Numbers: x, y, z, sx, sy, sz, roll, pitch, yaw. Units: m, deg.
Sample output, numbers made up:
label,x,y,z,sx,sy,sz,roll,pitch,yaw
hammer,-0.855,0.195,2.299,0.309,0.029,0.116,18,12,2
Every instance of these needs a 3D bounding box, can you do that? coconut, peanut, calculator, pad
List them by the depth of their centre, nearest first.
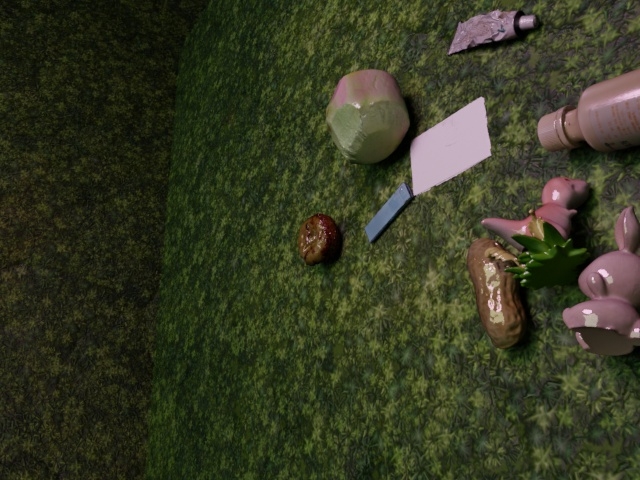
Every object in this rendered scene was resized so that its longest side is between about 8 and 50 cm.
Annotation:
label,x,y,z,sx,sy,sz,roll,pitch,yaw
peanut,0.317,0.088,1.034,0.099,0.099,0.214,-28,54,49
pad,0.286,-0.208,1.290,0.232,0.004,0.157,-28,54,49
calculator,0.165,-0.068,1.401,0.172,0.018,0.057,-51,38,32
coconut,0.113,-0.314,1.422,0.204,0.236,0.236,-22,51,10

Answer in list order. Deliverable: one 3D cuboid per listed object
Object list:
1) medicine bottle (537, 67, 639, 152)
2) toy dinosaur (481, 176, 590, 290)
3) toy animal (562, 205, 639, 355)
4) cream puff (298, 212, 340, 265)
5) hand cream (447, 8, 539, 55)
label,x,y,z,sx,sy,sz,roll,pitch,yaw
medicine bottle,0.468,-0.200,0.903,0.252,0.114,0.114,-10,68,55
toy dinosaur,0.361,-0.030,0.932,0.194,0.152,0.177,-14,55,12
toy animal,0.444,0.062,0.850,0.124,0.124,0.213,-4,52,56
cream puff,0.000,0.000,1.567,0.149,0.084,0.149,-25,60,53
hand cream,0.364,-0.455,1.242,0.257,0.050,0.084,24,100,61
